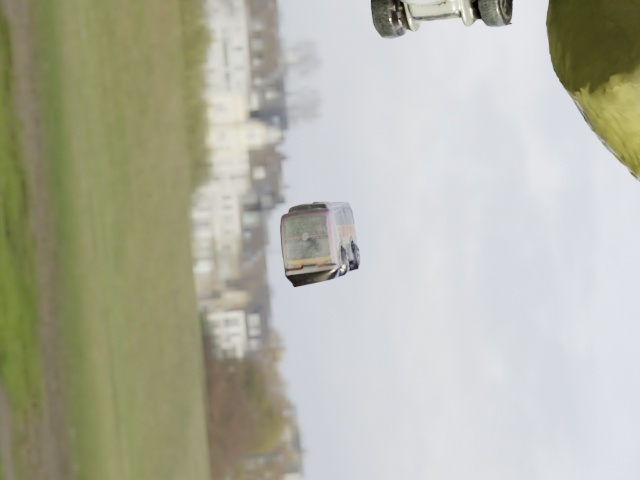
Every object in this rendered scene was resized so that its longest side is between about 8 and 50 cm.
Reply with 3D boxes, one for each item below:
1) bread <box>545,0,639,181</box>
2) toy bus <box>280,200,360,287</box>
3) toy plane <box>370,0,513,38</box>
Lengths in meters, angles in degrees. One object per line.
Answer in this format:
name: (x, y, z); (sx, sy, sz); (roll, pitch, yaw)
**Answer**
bread: (0.314, -0.166, 1.067); (0.320, 0.237, 0.320); (-43, -153, 29)
toy bus: (0.000, 0.000, 1.457); (0.172, 0.057, 0.072); (-22, 104, -81)
toy plane: (0.091, -0.204, 1.132); (0.255, 0.251, 0.101); (-40, 123, -63)
